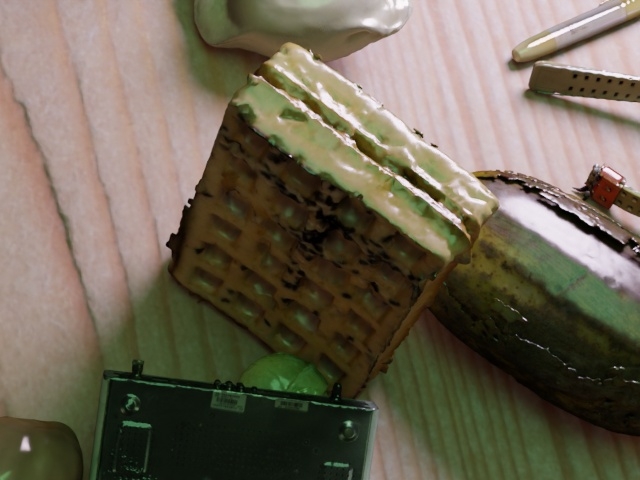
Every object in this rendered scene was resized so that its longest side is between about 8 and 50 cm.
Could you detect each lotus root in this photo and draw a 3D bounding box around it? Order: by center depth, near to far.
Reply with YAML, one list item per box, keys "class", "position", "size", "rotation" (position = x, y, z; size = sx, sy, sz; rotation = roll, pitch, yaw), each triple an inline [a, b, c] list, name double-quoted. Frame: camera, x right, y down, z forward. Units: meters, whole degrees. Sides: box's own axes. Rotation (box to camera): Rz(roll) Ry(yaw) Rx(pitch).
- class: "lotus root"
  position: [0.268, 0.073, 1.625]
  size: [0.397, 0.179, 0.196]
  rotation: [31, 78, 7]

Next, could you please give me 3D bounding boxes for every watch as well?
- class: "watch"
  position: [0.368, -0.109, 1.789]
  size: [0.268, 0.102, 0.165]
  rotation: [11, 64, 0]

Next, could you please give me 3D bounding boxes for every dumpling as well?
- class: "dumpling"
  position: [-0.020, -0.280, 1.747]
  size: [0.250, 0.132, 0.162]
  rotation: [0, 73, 3]

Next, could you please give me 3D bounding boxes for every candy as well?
- class: "candy"
  position: [0.042, 0.249, 1.543]
  size: [0.335, 0.092, 0.093]
  rotation: [46, 47, 1]

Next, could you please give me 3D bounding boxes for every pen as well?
- class: "pen"
  position: [0.326, -0.268, 1.881]
  size: [0.233, 0.032, 0.040]
  rotation: [-24, 49, -23]

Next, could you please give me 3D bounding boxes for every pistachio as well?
- class: "pistachio"
  position: [-0.312, 0.247, 1.419]
  size: [0.223, 0.126, 0.152]
  rotation: [-37, 114, -26]

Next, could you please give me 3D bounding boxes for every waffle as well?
- class: "waffle"
  position: [0.000, 0.000, 1.474]
  size: [0.261, 0.376, 0.114]
  rotation: [39, 61, 5]

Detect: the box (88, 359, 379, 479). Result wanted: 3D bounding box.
- class: "box"
  position: [-0.087, 0.228, 1.475]
  size: [0.270, 0.045, 0.211]
  rotation: [9, 93, -7]
